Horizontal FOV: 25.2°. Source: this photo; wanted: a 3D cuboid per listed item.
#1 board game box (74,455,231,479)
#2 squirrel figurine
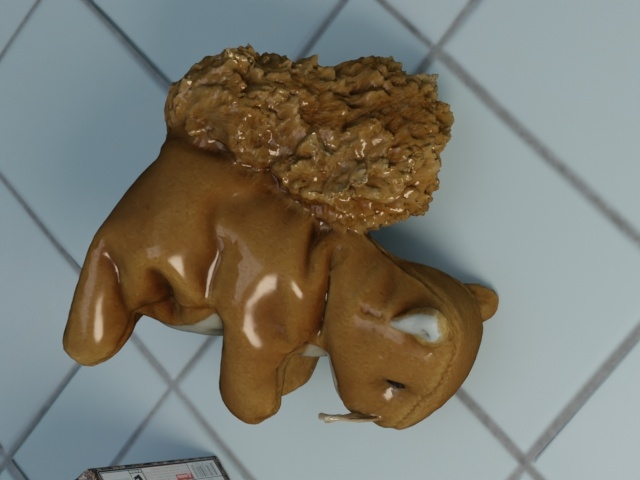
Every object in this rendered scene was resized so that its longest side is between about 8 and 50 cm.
[{"bbox_3d":[-0.153,0.392,1.523,0.141,0.232,0.291,-43,66,22],"label":"board game box"},{"bbox_3d":[0.000,0.000,1.451,0.370,0.281,0.397,20,98,24],"label":"squirrel figurine"}]
